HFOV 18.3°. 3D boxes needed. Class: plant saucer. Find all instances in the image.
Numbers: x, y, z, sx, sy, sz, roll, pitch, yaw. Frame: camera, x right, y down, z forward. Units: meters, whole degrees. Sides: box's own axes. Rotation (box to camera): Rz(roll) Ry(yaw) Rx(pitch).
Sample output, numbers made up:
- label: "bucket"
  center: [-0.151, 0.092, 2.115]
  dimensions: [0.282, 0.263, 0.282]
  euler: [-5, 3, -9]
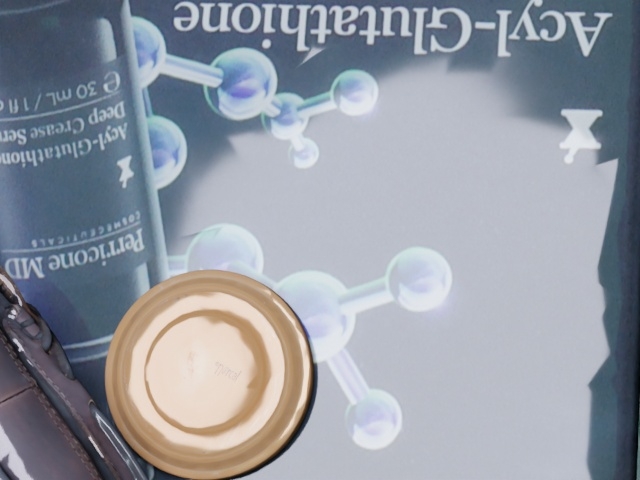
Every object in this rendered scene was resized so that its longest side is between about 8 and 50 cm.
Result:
- label: "plant saucer"
  center: [-0.045, 0.052, 0.780]
  dimensions: [0.083, 0.013, 0.083]
  euler: [-1, 81, 9]

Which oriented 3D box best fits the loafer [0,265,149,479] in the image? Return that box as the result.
- label: "loafer"
  center: [-0.125, 0.088, 0.763]
  dimensions: [0.109, 0.095, 0.302]
  euler: [-46, 69, 31]

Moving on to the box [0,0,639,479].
- label: "box"
  center: [0.000, 0.000, 0.898]
  dimensions: [0.293, 0.212, 0.395]
  euler: [2, 81, 9]
